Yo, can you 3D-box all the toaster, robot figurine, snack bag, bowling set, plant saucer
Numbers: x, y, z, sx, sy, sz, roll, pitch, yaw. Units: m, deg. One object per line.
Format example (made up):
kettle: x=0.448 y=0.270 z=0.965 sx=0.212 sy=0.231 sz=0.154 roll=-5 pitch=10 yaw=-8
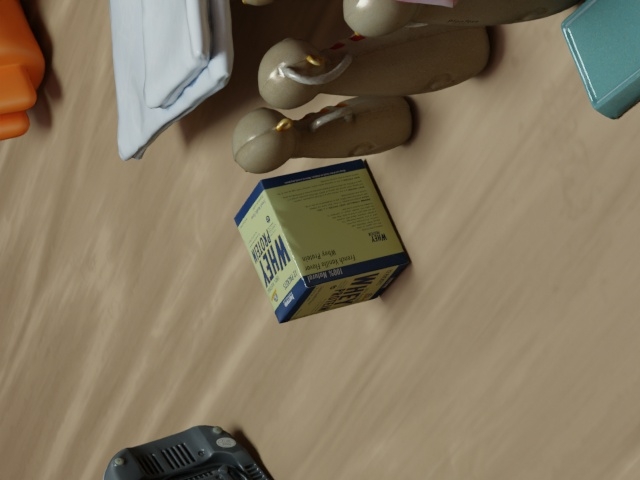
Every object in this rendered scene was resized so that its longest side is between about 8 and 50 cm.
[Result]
toaster: x=-0.085 y=0.266 z=1.517 sx=0.227 sy=0.129 sz=0.146 roll=48 pitch=143 yaw=38
robot figurine: x=-0.332 y=-0.191 z=1.771 sx=0.219 sy=0.128 sz=0.158 roll=64 pitch=-170 yaw=23
snack bag: x=-0.125 y=-0.241 z=1.386 sx=0.342 sy=0.037 sz=0.323 roll=156 pitch=109 yaw=-73
bowling set: x=0.010 y=-0.168 z=1.164 sx=0.287 sy=0.154 sz=0.200 roll=-43 pitch=64 yaw=56
plant saucer: x=0.186 y=-0.130 z=1.014 sx=0.192 sy=0.018 sz=0.067 roll=-40 pitch=66 yaw=56

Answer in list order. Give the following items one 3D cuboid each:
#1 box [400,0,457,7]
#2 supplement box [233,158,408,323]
box: x=0.006 y=-0.281 z=1.008 sx=0.142 sy=0.154 sz=0.300 roll=110 pitch=162 yaw=-50
supplement box: x=0.000 y=0.000 z=1.313 sx=0.083 sy=0.083 sz=0.056 roll=66 pitch=149 yaw=19
